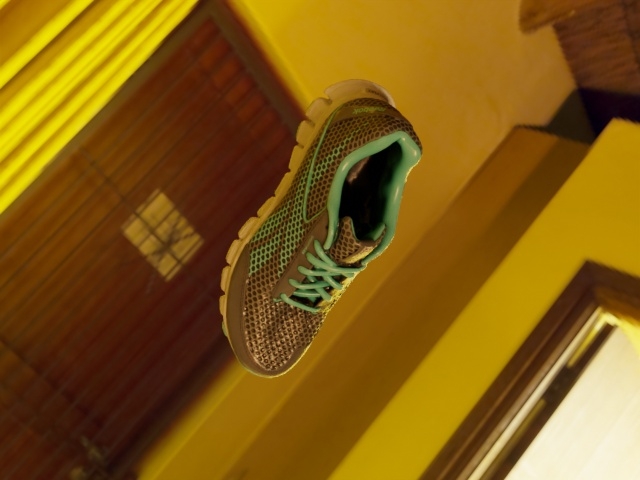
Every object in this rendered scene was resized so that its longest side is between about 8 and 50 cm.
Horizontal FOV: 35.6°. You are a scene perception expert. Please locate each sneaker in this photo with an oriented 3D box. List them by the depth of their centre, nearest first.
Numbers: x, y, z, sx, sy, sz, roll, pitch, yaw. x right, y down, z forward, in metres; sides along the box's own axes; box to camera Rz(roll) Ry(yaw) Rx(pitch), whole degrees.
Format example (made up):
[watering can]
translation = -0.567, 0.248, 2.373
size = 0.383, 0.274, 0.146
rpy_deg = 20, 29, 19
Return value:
[sneaker]
translation = 0.000, 0.000, 0.508
size = 0.065, 0.166, 0.076
rpy_deg = 17, 12, -25
